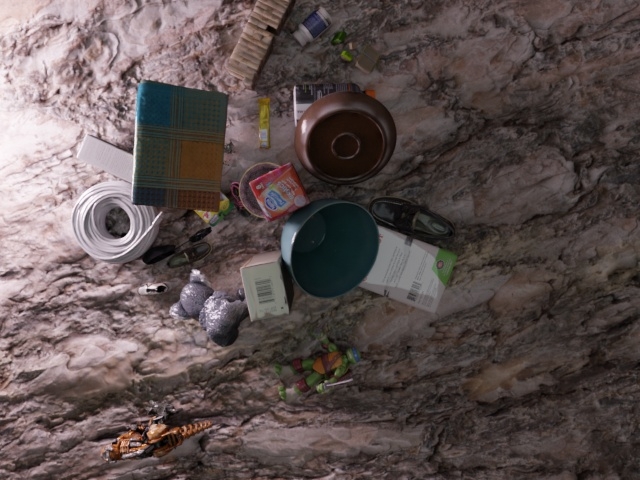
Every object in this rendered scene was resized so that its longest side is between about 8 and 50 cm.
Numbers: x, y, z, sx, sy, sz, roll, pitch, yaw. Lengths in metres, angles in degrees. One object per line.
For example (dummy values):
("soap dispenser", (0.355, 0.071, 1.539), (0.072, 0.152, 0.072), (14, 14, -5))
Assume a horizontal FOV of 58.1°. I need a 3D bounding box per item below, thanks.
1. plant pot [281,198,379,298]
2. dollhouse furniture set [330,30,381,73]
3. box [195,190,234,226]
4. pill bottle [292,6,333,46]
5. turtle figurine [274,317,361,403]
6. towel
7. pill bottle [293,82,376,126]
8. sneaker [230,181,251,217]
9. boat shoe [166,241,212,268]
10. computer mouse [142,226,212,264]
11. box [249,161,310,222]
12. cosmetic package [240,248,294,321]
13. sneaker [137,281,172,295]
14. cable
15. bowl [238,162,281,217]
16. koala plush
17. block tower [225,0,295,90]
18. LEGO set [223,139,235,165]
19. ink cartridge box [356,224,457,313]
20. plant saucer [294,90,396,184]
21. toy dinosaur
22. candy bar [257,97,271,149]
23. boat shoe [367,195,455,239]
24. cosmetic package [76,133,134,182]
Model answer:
("plant pot", (0.000, 0.000, 1.692), (0.290, 0.195, 0.290), (-11, 114, -26))
("dollhouse furniture set", (0.106, -0.582, 1.784), (0.151, 0.058, 0.076), (31, 87, -22))
("box", (-0.365, -0.137, 1.811), (0.105, 0.043, 0.179), (-45, 92, 2))
("pill bottle", (-0.026, -0.648, 1.755), (0.120, 0.067, 0.067), (-40, 94, 3))
("turtle figurine", (-0.023, 0.375, 1.771), (0.266, 0.274, 0.198), (-28, 79, 11))
("towel", (-0.420, -0.279, 1.727), (0.271, 0.040, 0.370), (4, 88, -26))
("pill bottle", (0.044, -0.409, 1.745), (0.245, 0.130, 0.130), (-2, 95, 0))
("sneaker", (-0.253, -0.126, 1.805), (0.047, 0.057, 0.119), (-24, 96, 0))
("boat shoe", (-0.415, 0.052, 1.822), (0.152, 0.049, 0.056), (-28, 94, 2))
("computer mouse", (-0.452, 0.008, 1.812), (0.242, 0.071, 0.041), (-26, 80, 0))
("box", (-0.112, -0.137, 1.624), (0.128, 0.257, 0.123), (-26, 96, 1))
("cosmetic package", (-0.150, 0.124, 1.702), (0.113, 0.309, 0.160), (-11, 94, 0))
("sneaker", (-0.532, 0.153, 1.834), (0.109, 0.044, 0.040), (-12, 97, 2))
("cable", (-0.633, -0.058, 1.793), (0.257, 0.089, 0.257), (32, 95, -2))
("bowl", (-0.165, -0.155, 1.790), (0.170, 0.080, 0.170), (0, 94, -2))
("koala plush", (-0.342, 0.203, 1.779), (0.221, 0.203, 0.196), (33, 94, 9))
("block tower", (-0.176, -0.632, 1.744), (0.097, 0.091, 0.335), (25, 94, -2))
("LEGO set", (-0.294, -0.276, 1.807), (0.054, 0.023, 0.083), (-4, 95, 0))
("ink cartridge box", (0.256, 0.084, 1.798), (0.273, 0.115, 0.198), (21, 94, -2))
("plant saucer", (0.076, -0.290, 1.723), (0.310, 0.050, 0.311), (-1, 126, -1))
("toy dinosaur", (-0.502, 0.618, 1.788), (0.322, 0.218, 0.164), (7, 94, -1))
("candy bar", (-0.175, -0.365, 1.803), (0.040, 0.018, 0.161), (-1, 96, 3))
("boat shoe", (0.287, -0.069, 1.796), (0.285, 0.092, 0.103), (20, 95, -2))
("cosmetic package", (-0.607, -0.237, 1.762), (0.231, 0.117, 0.085), (23, 93, -4))
